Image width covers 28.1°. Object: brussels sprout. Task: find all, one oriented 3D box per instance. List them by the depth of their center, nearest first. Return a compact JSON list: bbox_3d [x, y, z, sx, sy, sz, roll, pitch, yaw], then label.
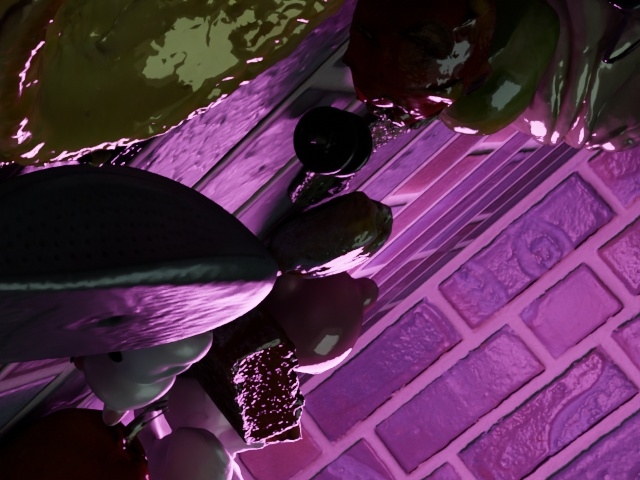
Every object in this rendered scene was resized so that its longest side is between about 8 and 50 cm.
[{"bbox_3d":[0.164,-0.183,1.320,0.145,0.131,0.183,-57,178,-27],"label":"brussels sprout"}]

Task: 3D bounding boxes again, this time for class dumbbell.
[{"bbox_3d":[0.013,-0.100,1.300,0.069,0.069,0.147,-41,170,14],"label":"dumbbell"}]

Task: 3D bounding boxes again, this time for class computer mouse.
[{"bbox_3d":[-0.196,0.015,0.928,0.371,0.122,0.188,-4,158,-47],"label":"computer mouse"}]

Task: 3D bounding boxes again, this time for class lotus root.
[{"bbox_3d":[0.000,0.000,1.622,0.192,0.088,0.113,-23,167,19],"label":"lotus root"}]

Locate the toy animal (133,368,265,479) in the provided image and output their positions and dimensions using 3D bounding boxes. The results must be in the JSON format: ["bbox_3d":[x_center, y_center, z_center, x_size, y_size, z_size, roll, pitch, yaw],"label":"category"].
[{"bbox_3d":[-0.181,0.296,1.836,0.174,0.289,0.249,4,160,-26],"label":"toy animal"}]

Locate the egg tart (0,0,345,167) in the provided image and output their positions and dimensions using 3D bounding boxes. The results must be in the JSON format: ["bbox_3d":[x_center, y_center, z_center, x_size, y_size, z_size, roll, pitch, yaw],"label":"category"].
[{"bbox_3d":[-0.074,-0.161,0.612,0.315,0.120,0.315,-38,168,-9],"label":"egg tart"}]

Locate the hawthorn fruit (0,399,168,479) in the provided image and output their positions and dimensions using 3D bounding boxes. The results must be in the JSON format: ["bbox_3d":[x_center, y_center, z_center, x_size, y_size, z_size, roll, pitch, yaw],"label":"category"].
[{"bbox_3d":[-0.307,0.304,1.632,0.299,0.211,0.211,-48,170,0],"label":"hawthorn fruit"}]

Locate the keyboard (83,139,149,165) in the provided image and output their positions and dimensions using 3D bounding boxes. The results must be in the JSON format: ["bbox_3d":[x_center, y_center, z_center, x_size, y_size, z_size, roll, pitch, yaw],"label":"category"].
[{"bbox_3d":[-0.109,-0.113,0.986,0.195,0.018,0.060,-41,177,14],"label":"keyboard"}]

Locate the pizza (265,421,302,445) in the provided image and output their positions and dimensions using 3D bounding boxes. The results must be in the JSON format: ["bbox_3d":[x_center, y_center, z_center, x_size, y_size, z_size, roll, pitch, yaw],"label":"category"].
[{"bbox_3d":[-0.079,0.259,1.871,0.036,0.185,0.176,0,123,-29],"label":"pizza"}]

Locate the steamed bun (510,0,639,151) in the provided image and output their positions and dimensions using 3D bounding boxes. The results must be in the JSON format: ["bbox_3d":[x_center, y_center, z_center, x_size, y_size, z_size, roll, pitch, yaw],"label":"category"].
[{"bbox_3d":[0.348,-0.208,1.602,0.280,0.207,0.268,-26,165,-43],"label":"steamed bun"}]

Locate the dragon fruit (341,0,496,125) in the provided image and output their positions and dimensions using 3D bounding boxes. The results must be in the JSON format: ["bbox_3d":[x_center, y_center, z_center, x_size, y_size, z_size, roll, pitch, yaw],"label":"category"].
[{"bbox_3d":[0.089,-0.200,1.039,0.246,0.125,0.125,95,15,-50],"label":"dragon fruit"}]

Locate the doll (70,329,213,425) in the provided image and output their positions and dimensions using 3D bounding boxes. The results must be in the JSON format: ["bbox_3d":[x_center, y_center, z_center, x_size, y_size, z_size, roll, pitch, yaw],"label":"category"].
[{"bbox_3d":[-0.196,0.118,1.425,0.107,0.110,0.181,-2,145,-39],"label":"doll"}]

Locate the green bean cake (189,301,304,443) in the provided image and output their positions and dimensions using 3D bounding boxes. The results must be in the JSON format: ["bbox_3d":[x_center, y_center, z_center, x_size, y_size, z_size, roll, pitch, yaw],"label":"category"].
[{"bbox_3d":[-0.104,0.150,1.649,0.097,0.198,0.233,-36,165,-19],"label":"green bean cake"}]

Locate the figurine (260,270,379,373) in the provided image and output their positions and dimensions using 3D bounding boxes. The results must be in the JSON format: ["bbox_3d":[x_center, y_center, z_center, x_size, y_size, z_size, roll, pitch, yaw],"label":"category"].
[{"bbox_3d":[-0.020,0.103,1.822,0.173,0.173,0.173,-37,170,-8],"label":"figurine"}]

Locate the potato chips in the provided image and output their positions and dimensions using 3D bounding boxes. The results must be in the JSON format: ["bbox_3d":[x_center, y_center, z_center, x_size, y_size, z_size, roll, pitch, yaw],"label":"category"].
[{"bbox_3d":[0.057,-0.110,1.529,0.220,0.029,0.202,-39,167,13],"label":"potato chips"}]

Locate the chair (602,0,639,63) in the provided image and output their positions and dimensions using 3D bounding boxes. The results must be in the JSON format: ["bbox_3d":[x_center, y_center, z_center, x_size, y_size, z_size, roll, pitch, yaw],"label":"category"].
[{"bbox_3d":[0.317,-0.304,1.276,0.145,0.140,0.221,-37,168,-10],"label":"chair"}]
